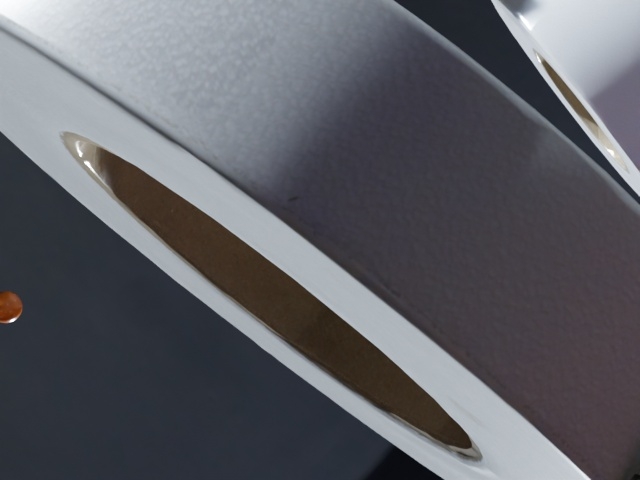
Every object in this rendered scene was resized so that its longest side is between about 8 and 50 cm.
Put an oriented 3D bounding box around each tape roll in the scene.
[{"bbox_3d":[0.282,-0.149,1.281,0.286,0.100,0.286,51,-172,-9],"label":"tape roll"},{"bbox_3d":[0.000,0.000,0.543,0.392,0.072,0.392,36,170,8],"label":"tape roll"}]

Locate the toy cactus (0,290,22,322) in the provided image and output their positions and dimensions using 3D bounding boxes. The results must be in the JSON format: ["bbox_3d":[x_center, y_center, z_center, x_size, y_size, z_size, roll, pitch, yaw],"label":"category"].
[{"bbox_3d":[-0.255,0.012,0.818,0.112,0.219,0.181,8,124,8],"label":"toy cactus"}]
